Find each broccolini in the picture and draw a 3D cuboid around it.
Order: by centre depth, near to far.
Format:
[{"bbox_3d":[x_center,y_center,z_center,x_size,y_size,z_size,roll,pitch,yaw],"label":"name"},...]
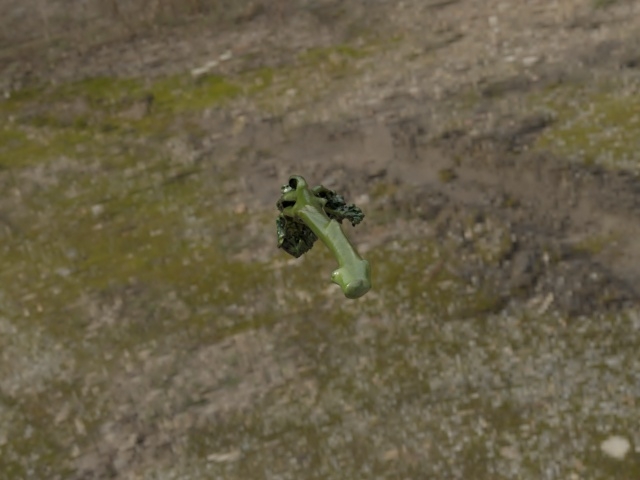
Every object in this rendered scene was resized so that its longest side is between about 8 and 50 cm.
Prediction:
[{"bbox_3d":[-0.004,-0.006,0.649,0.054,0.052,0.194,-35,10,3],"label":"broccolini"}]
